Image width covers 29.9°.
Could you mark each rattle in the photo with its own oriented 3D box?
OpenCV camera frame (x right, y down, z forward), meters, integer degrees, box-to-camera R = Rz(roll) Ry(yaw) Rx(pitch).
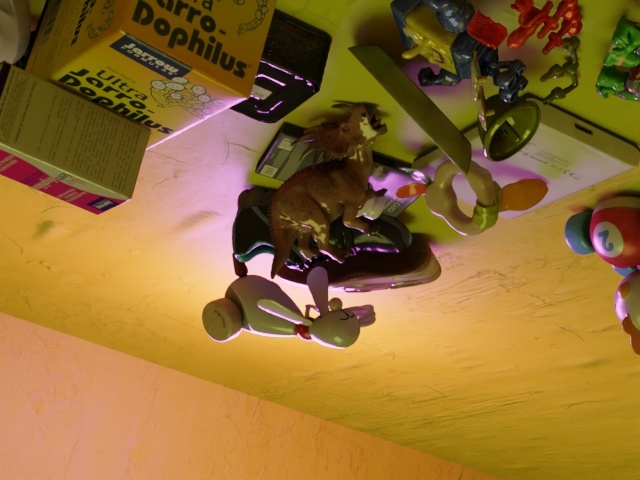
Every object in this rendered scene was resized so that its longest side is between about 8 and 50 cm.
[{"bbox_3d":[0.234,-0.090,1.906,0.200,0.143,0.130,9,132,57],"label":"rattle"}]

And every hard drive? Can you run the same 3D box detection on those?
[{"bbox_3d":[0.312,-0.122,1.876,0.210,0.040,0.319,22,158,-21],"label":"hard drive"}]

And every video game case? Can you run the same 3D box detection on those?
[{"bbox_3d":[0.039,-0.118,2.080,0.274,0.026,0.196,16,159,-11],"label":"video game case"}]

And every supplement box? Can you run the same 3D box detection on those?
[{"bbox_3d":[-0.356,-0.132,1.601,0.220,0.113,0.111,23,157,-28],"label":"supplement box"},{"bbox_3d":[-0.242,-0.266,1.616,0.194,0.195,0.357,25,156,-29],"label":"supplement box"}]

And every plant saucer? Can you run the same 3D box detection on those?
[{"bbox_3d":[0.132,-0.188,1.650,0.241,0.037,0.241,46,-173,-8],"label":"plant saucer"}]

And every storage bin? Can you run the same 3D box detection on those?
[{"bbox_3d":[-0.078,-0.248,1.723,0.122,0.084,0.180,21,157,-21],"label":"storage bin"}]

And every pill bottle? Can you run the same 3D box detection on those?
[{"bbox_3d":[0.048,-0.080,2.042,0.120,0.067,0.067,24,157,-25],"label":"pill bottle"}]

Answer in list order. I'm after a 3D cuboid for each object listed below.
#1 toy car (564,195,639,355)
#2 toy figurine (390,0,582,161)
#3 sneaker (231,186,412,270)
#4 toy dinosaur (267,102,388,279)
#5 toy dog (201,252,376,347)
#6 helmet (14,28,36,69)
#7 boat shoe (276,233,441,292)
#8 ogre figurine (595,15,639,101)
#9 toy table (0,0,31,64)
[{"bbox_3d":[0.525,0.065,1.956,0.210,0.237,0.219,24,157,-27],"label":"toy car"},{"bbox_3d":[0.188,-0.265,1.517,0.217,0.191,0.362,39,176,21],"label":"toy figurine"},{"bbox_3d":[0.000,0.000,2.248,0.341,0.139,0.125,7,158,12],"label":"sneaker"},{"bbox_3d":[-0.005,-0.081,1.919,0.200,0.296,0.127,50,179,-23],"label":"toy dinosaur"},{"bbox_3d":[-0.071,0.105,2.260,0.334,0.160,0.220,-2,-163,22],"label":"toy dog"},{"bbox_3d":[-0.396,-0.231,1.837,0.169,0.161,0.169,-26,165,-8],"label":"helmet"},{"bbox_3d":[0.069,0.056,2.379,0.341,0.121,0.110,1,156,27],"label":"boat shoe"},{"bbox_3d":[0.414,-0.210,1.509,0.118,0.096,0.197,22,150,10],"label":"ogre figurine"},{"bbox_3d":[-0.527,-0.290,1.680,0.252,0.161,0.274,42,147,5],"label":"toy table"}]
